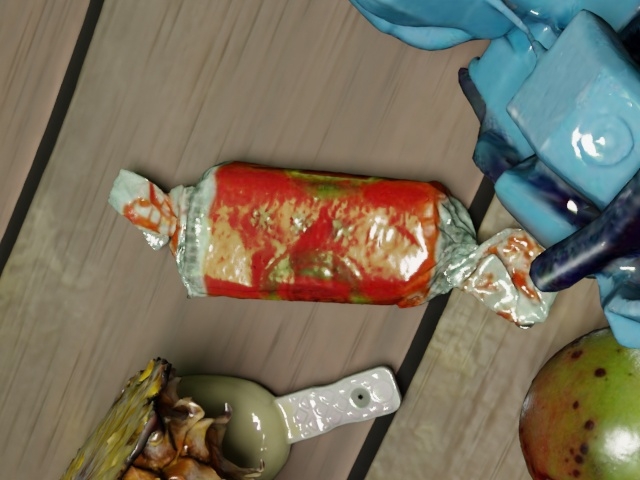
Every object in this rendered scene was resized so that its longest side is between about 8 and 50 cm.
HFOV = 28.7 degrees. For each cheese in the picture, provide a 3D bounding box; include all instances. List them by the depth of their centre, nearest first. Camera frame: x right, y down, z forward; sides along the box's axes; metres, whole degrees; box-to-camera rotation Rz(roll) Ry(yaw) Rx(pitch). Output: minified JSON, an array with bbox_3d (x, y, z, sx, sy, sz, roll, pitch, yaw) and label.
[{"bbox_3d":[-0.039,0.119,0.785,0.192,0.037,0.097,-19,89,20],"label":"cheese"}]

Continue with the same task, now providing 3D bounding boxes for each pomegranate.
[{"bbox_3d":[0.171,0.106,0.680,0.130,0.130,0.130,2,95,18],"label":"pomegranate"}]

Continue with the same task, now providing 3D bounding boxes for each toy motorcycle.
[{"bbox_3d":[0.128,-0.087,0.610,0.416,0.232,0.172,44,117,11],"label":"toy motorcycle"}]

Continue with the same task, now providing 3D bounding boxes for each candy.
[{"bbox_3d":[0.000,-0.001,0.752,0.292,0.059,0.086,5,95,17],"label":"candy"}]

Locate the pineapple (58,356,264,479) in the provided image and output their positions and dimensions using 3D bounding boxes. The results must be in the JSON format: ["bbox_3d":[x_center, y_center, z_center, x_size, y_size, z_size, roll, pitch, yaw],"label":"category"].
[{"bbox_3d":[-0.040,0.238,0.698,0.271,0.262,0.262,31,104,-11],"label":"pineapple"}]
